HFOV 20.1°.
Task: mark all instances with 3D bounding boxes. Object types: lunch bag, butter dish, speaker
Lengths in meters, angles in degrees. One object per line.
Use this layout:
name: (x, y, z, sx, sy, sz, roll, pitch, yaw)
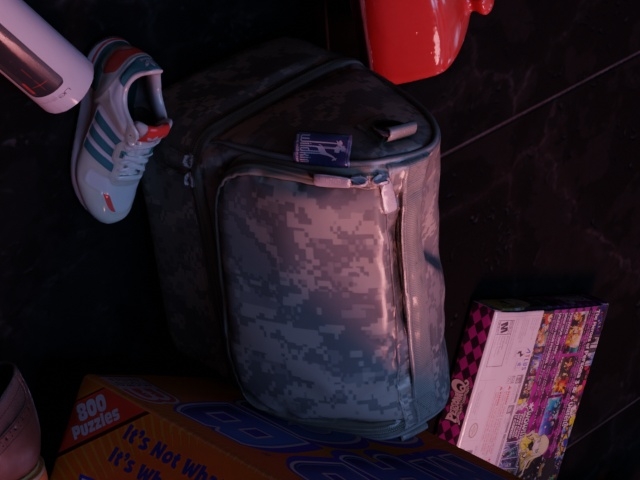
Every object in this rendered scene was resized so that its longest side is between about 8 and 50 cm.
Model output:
lunch bag: (0.000, 0.000, 1.550, 0.212, 0.256, 0.305, -29, 128, -33)
butter dish: (0.095, -0.216, 1.605, 0.160, 0.118, 0.160, -73, 157, -52)
speaker: (-0.233, -0.154, 1.384, 0.055, 0.055, 0.136, -56, 139, -8)

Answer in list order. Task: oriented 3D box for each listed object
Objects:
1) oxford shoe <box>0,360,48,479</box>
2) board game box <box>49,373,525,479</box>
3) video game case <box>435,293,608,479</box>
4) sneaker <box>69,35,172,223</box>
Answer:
oxford shoe: (-0.370, 0.193, 1.389, 0.363, 0.130, 0.133, -23, 118, -47)
board game box: (-0.020, 0.348, 1.576, 0.356, 0.356, 0.356, 8, 103, -55)
video game case: (0.220, 0.174, 2.029, 0.210, 0.042, 0.232, -2, 112, -45)
sneaker: (-0.160, -0.082, 1.480, 0.057, 0.075, 0.161, -13, 119, -41)
